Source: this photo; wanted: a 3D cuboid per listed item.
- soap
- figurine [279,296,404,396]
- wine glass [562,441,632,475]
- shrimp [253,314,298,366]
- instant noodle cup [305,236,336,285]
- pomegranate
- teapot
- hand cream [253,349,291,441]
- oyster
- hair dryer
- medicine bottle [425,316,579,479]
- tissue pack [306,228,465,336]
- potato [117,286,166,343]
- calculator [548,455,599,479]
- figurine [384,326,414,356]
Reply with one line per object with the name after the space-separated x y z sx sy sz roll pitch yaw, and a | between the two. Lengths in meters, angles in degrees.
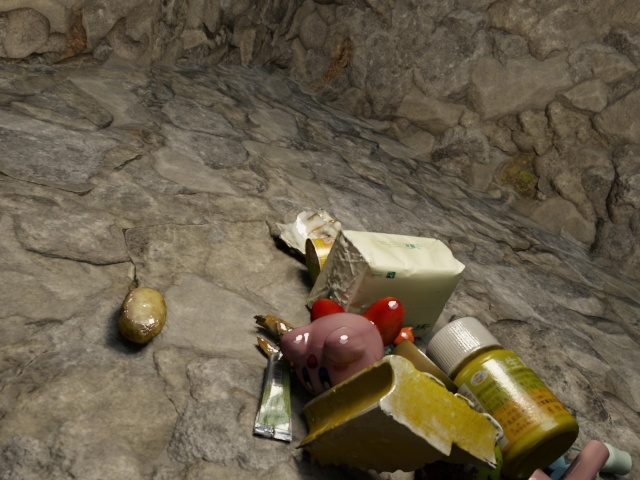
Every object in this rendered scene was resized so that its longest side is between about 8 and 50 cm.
0.151 0.413 1.156 0.304 0.339 0.169 36 44 -12 | soap
0.056 0.277 1.331 0.270 0.211 0.261 -6 14 33 | figurine
0.740 0.579 1.493 0.195 0.079 0.079 20 29 -9 | wine glass
-0.100 0.256 1.424 0.187 0.051 0.132 32 29 8 | shrimp
0.062 0.056 1.709 0.185 0.168 0.168 -11 39 -14 | instant noodle cup
0.293 0.506 1.203 0.198 0.246 0.198 7 -5 1 | pomegranate
0.224 0.370 1.359 0.185 0.175 0.268 42 -2 -15 | teapot
-0.104 0.352 1.273 0.086 0.055 0.235 15 37 -11 | hand cream
-0.002 0.005 1.854 0.275 0.100 0.271 -9 64 -8 | oyster
0.608 0.584 1.274 0.352 0.125 0.210 -26 53 -37 | hair dryer
0.455 0.397 1.434 0.224 0.224 0.384 4 34 -33 | medicine bottle
0.188 0.132 1.602 0.380 0.297 0.207 2 34 -32 | tissue pack
-0.416 0.175 1.290 0.107 0.080 0.170 19 31 -26 | potato
0.659 0.651 1.349 0.188 0.042 0.302 0 37 -35 | calculator
0.218 0.298 1.505 0.068 0.140 0.075 29 29 17 | figurine
